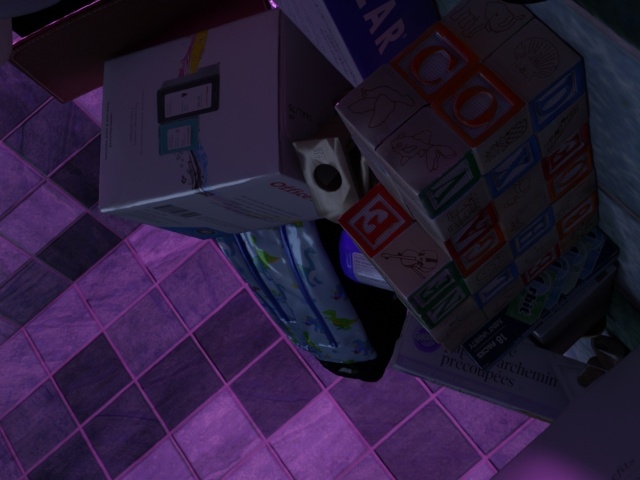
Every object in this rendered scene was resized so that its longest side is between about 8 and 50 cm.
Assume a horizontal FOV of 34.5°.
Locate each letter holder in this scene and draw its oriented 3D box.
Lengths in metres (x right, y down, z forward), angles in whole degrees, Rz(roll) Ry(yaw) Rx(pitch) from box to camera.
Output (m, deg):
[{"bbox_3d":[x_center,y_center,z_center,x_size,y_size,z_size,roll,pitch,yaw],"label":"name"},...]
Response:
[{"bbox_3d":[-0.237,-0.314,1.242,0.214,0.302,0.152,51,-164,-82],"label":"letter holder"}]

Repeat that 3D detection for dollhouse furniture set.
[{"bbox_3d":[0.091,-0.109,1.122,0.182,0.161,0.101,-50,-51,-48],"label":"dollhouse furniture set"}]

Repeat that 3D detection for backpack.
[{"bbox_3d":[0.000,0.000,1.539,0.273,0.290,0.355,7,150,16],"label":"backpack"}]

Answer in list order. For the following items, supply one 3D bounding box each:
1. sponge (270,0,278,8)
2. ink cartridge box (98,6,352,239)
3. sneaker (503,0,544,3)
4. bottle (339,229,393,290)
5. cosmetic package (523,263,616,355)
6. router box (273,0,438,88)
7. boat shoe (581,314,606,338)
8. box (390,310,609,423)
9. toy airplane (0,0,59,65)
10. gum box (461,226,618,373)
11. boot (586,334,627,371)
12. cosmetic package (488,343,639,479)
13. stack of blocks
[{"bbox_3d":[0.015,-0.253,1.450,0.210,0.031,0.117,48,-179,-32],"label":"sponge"},{"bbox_3d":[-0.098,-0.127,1.240,0.198,0.270,0.197,18,-112,-55],"label":"ink cartridge box"},{"bbox_3d":[0.059,-0.150,0.352,0.146,0.102,0.293,45,-174,-11],"label":"sneaker"},{"bbox_3d":[0.157,0.028,1.317,0.283,0.118,0.092,13,114,42],"label":"bottle"},{"bbox_3d":[0.218,0.041,1.042,0.127,0.107,0.238,47,-177,21],"label":"cosmetic package"},{"bbox_3d":[-0.055,-0.288,0.768,0.301,0.082,0.335,50,180,24],"label":"router box"},{"bbox_3d":[0.249,0.083,1.179,0.153,0.056,0.048,5,164,17],"label":"boat shoe"},{"bbox_3d":[0.229,0.144,0.981,0.324,0.063,0.067,19,170,2],"label":"box"},{"bbox_3d":[-0.318,-0.389,0.933,0.272,0.384,0.386,23,173,23],"label":"toy airplane"},{"bbox_3d":[0.143,-0.003,0.924,0.184,0.157,0.041,49,-179,19],"label":"gum box"},{"bbox_3d":[0.349,0.144,1.267,0.114,0.037,0.106,45,170,-37],"label":"boot"},{"bbox_3d":[0.274,0.207,0.556,0.161,0.230,0.453,48,-179,-14],"label":"cosmetic package"},{"bbox_3d":[0.106,-0.034,0.755,0.087,0.171,0.297,49,180,25],"label":"stack of blocks"}]
